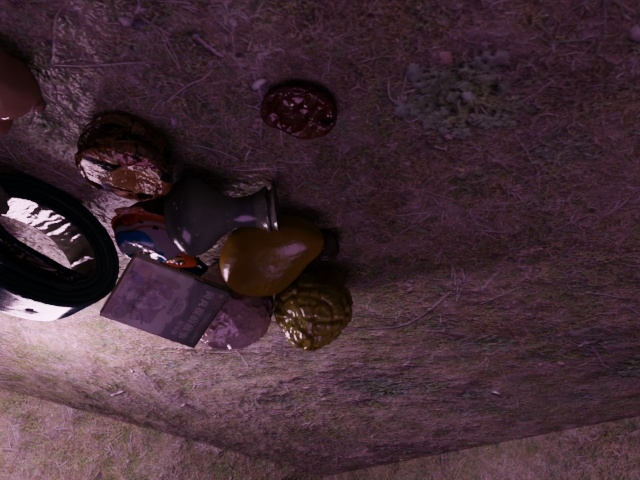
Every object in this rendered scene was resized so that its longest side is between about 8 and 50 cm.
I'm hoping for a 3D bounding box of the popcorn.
[{"bbox_3d":[-0.014,0.182,1.944,0.237,0.206,0.251,-45,169,28],"label":"popcorn"}]

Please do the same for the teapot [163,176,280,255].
[{"bbox_3d":[-0.220,-0.060,1.618,0.251,0.183,0.183,-5,149,1],"label":"teapot"}]

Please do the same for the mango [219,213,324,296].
[{"bbox_3d":[-0.136,0.032,1.773,0.195,0.142,0.331,35,135,-9],"label":"mango"}]

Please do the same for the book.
[{"bbox_3d":[-0.389,0.155,1.798,0.264,0.027,0.202,25,111,-27],"label":"book"}]

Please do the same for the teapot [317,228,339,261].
[{"bbox_3d":[0.000,0.000,1.785,0.110,0.085,0.080,31,179,16],"label":"teapot"}]

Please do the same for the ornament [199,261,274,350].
[{"bbox_3d":[-0.260,0.191,1.988,0.260,0.225,0.259,5,149,3],"label":"ornament"}]

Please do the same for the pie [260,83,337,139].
[{"bbox_3d":[-0.040,-0.250,1.371,0.154,0.038,0.153,8,149,5],"label":"pie"}]

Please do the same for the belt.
[{"bbox_3d":[-0.710,0.017,1.723,0.173,0.300,0.437,-22,136,38],"label":"belt"}]

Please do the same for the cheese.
[{"bbox_3d":[-0.397,0.004,1.797,0.217,0.129,0.329,-3,149,20],"label":"cheese"}]

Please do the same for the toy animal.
[{"bbox_3d":[-0.645,-0.275,1.353,0.198,0.171,0.171,-15,144,22],"label":"toy animal"}]

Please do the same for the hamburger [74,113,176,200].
[{"bbox_3d":[-0.416,-0.169,1.531,0.231,0.106,0.231,4,153,2],"label":"hamburger"}]
